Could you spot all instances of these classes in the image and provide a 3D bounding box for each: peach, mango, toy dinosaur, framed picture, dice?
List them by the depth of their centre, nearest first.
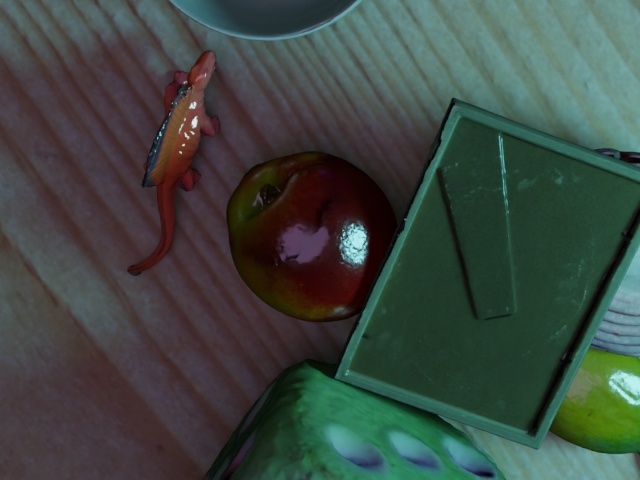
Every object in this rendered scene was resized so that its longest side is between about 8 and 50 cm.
[{"bbox_3d":[0.186,0.042,1.738,0.247,0.022,0.335,19,110,-8],"label":"framed picture"},{"bbox_3d":[0.018,0.342,1.795,0.322,0.330,0.318,34,107,-3],"label":"dice"},{"bbox_3d":[0.000,0.000,1.801,0.197,0.197,0.197,1,102,5],"label":"peach"},{"bbox_3d":[-0.173,-0.075,1.819,0.070,0.139,0.286,21,103,2],"label":"toy dinosaur"},{"bbox_3d":[0.316,0.173,1.853,0.194,0.092,0.130,15,101,-7],"label":"mango"}]

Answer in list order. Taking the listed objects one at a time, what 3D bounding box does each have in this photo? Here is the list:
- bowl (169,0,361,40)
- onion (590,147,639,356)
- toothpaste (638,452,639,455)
[{"bbox_3d":[-0.053,-0.360,1.745,0.287,0.144,0.287,1,102,5],"label":"bowl"},{"bbox_3d":[0.295,-0.005,1.794,0.283,0.120,0.227,14,106,-5],"label":"onion"},{"bbox_3d":[0.482,0.185,1.860,0.268,0.047,0.069,-40,108,15],"label":"toothpaste"}]
